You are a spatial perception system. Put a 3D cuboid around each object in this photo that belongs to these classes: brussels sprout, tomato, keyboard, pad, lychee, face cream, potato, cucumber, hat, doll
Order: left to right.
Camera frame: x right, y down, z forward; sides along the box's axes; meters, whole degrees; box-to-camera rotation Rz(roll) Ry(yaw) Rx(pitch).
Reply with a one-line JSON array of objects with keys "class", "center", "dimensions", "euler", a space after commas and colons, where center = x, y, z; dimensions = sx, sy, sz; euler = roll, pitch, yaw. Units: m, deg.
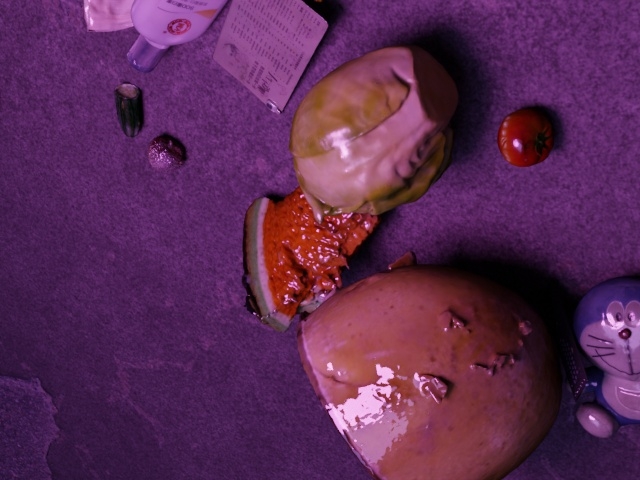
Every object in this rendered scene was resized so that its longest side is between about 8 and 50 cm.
[{"class": "hat", "center": [-0.355, -0.486, 1.479], "dimensions": [0.219, 0.164, 0.226], "euler": [-42, 68, 46]}, {"class": "cucumber", "center": [-0.362, -0.243, 1.688], "dimensions": [0.048, 0.048, 0.105], "euler": [20, 135, 18]}, {"class": "lychee", "center": [-0.294, -0.164, 1.692], "dimensions": [0.083, 0.068, 0.067], "euler": [114, 143, -46]}, {"class": "face cream", "center": [-0.235, -0.382, 1.454], "dimensions": [0.291, 0.144, 0.071], "euler": [-39, 59, 42]}, {"class": "pad", "center": [-0.090, -0.319, 1.442], "dimensions": [0.159, 0.009, 0.265], "euler": [40, 149, 1]}, {"class": "brussels sprout", "center": [0.079, -0.154, 1.333], "dimensions": [0.227, 0.259, 0.294], "euler": [51, 133, -1]}, {"class": "potato", "center": [0.214, 0.196, 1.444], "dimensions": [0.319, 0.385, 0.442], "euler": [-36, 145, 15]}, {"class": "tomato", "center": [0.300, -0.152, 1.320], "dimensions": [0.075, 0.087, 0.087], "euler": [25, 138, 53]}, {"class": "keyboard", "center": [0.388, 0.156, 1.423], "dimensions": [0.010, 0.198, 0.063], "euler": [-2, 139, -7]}, {"class": "doll", "center": [0.494, 0.181, 1.388], "dimensions": [0.228, 0.154, 0.258], "euler": [-1, 122, 30]}]

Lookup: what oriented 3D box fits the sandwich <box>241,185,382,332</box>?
[{"class": "sandwich", "center": [0.000, 0.000, 1.574], "dimensions": [0.162, 0.250, 0.301], "euler": [18, 138, -42]}]
